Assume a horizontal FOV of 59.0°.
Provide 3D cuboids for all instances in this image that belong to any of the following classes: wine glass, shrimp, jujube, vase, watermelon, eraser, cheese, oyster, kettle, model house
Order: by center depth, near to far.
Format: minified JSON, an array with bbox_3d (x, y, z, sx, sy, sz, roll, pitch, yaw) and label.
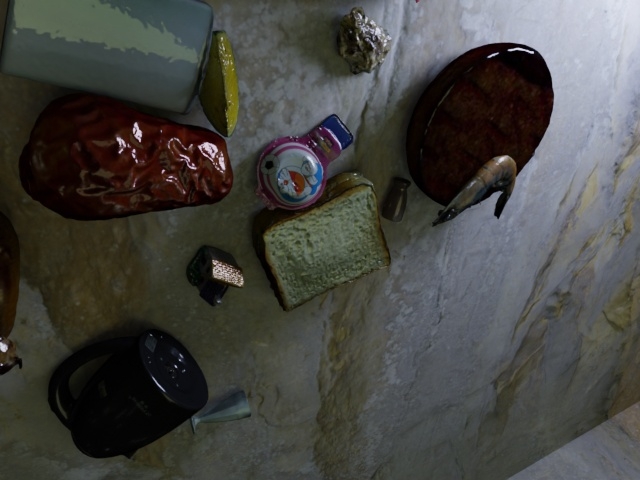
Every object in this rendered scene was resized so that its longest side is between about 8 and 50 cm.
[{"bbox_3d":[-0.325,-0.317,0.882,0.289,0.104,0.189,7,122,-33],"label":"eraser"},{"bbox_3d":[-0.306,-0.131,0.947,0.342,0.216,0.216,2,121,-41],"label":"jujube"},{"bbox_3d":[-0.169,-0.285,1.009,0.075,0.092,0.182,-22,123,-34],"label":"watermelon"},{"bbox_3d":[0.078,-0.386,1.107,0.108,0.053,0.165,-45,140,18],"label":"oyster"},{"bbox_3d":[-0.033,-0.162,1.177,0.244,0.062,0.155,-43,106,-10],"label":"cheese"},{"bbox_3d":[-0.230,0.084,1.220,0.087,0.100,0.101,23,108,-40],"label":"model house"},{"bbox_3d":[-0.440,0.337,1.237,0.290,0.207,0.268,-37,104,9],"label":"kettle"},{"bbox_3d":[0.185,-0.100,1.368,0.053,0.053,0.101,-1,117,-30],"label":"vase"},{"bbox_3d":[0.391,-0.084,1.392,0.262,0.051,0.198,-42,136,-4],"label":"shrimp"},{"bbox_3d":[-0.265,0.448,1.479,0.155,0.073,0.073,-11,126,-19],"label":"wine glass"}]

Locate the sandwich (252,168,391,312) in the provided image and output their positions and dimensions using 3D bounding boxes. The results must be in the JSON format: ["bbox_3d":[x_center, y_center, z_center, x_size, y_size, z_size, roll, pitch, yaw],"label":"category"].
[{"bbox_3d":[0.000,0.000,1.300,0.301,0.099,0.271,-24,124,-12],"label":"sandwich"}]

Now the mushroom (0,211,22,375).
[{"bbox_3d":[-0.619,0.076,0.879,0.345,0.260,0.346,-16,128,-21],"label":"mushroom"}]

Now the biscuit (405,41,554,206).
[{"bbox_3d":[0.374,-0.268,1.339,0.407,0.091,0.408,-18,130,-23],"label":"biscuit"}]

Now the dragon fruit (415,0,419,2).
[{"bbox_3d":[0.168,-0.531,1.032,0.110,0.153,0.153,27,110,0],"label":"dragon fruit"}]
